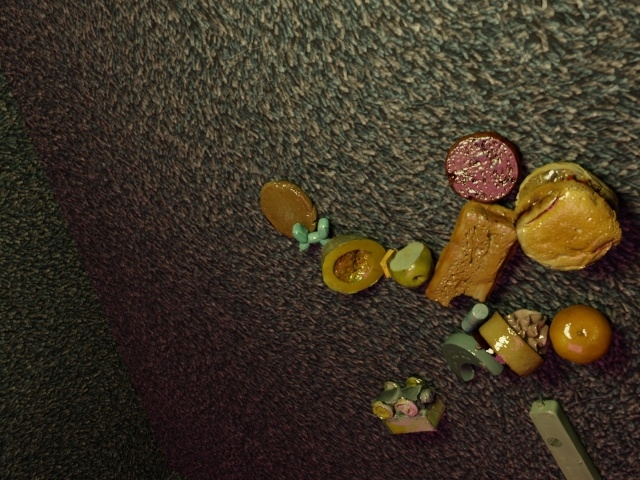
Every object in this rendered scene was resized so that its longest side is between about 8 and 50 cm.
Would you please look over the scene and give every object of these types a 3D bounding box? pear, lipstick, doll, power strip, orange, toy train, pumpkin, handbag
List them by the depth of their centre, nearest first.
[{"bbox_3d":[0.697,0.252,1.578,0.159,0.159,0.136,15,173,25],"label":"orange"},{"bbox_3d":[0.458,0.231,1.745,0.048,0.048,0.158,30,161,12],"label":"lipstick"},{"bbox_3d":[0.281,0.081,1.749,0.141,0.141,0.104,-19,125,42],"label":"pear"},{"bbox_3d":[0.217,0.070,1.814,0.027,0.083,0.061,-5,121,38],"label":"handbag"},{"bbox_3d":[0.461,0.360,1.823,0.167,0.054,0.253,44,159,7],"label":"power strip"},{"bbox_3d":[0.092,0.056,1.862,0.110,0.217,0.217,-120,26,-47],"label":"pumpkin"},{"bbox_3d":[0.778,0.651,1.872,0.091,0.062,0.385,-19,110,42],"label":"power strip"},{"bbox_3d":[0.000,0.000,1.905,0.159,0.059,0.159,-8,134,8],"label":"doll"},{"bbox_3d":[0.309,0.599,2.109,0.260,0.134,0.177,-23,107,43],"label":"toy train"}]

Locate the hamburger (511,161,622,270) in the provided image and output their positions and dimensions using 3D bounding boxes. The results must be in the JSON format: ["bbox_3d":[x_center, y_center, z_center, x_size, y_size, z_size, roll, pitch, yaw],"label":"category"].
[{"bbox_3d":[0.587,-0.061,1.409,0.244,0.163,0.244,13,127,17],"label":"hamburger"}]

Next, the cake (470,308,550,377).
[{"bbox_3d":[0.559,0.267,1.669,0.207,0.185,0.178,36,99,10],"label":"cake"}]

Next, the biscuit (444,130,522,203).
[{"bbox_3d":[0.412,-0.186,1.493,0.192,0.049,0.192,7,111,20],"label":"biscuit"}]

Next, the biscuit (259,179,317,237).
[{"bbox_3d":[-0.104,-0.104,1.938,0.225,0.042,0.226,19,131,23],"label":"biscuit"}]

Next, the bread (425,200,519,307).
[{"bbox_3d":[0.430,0.056,1.642,0.185,0.109,0.380,24,134,9],"label":"bread"}]
